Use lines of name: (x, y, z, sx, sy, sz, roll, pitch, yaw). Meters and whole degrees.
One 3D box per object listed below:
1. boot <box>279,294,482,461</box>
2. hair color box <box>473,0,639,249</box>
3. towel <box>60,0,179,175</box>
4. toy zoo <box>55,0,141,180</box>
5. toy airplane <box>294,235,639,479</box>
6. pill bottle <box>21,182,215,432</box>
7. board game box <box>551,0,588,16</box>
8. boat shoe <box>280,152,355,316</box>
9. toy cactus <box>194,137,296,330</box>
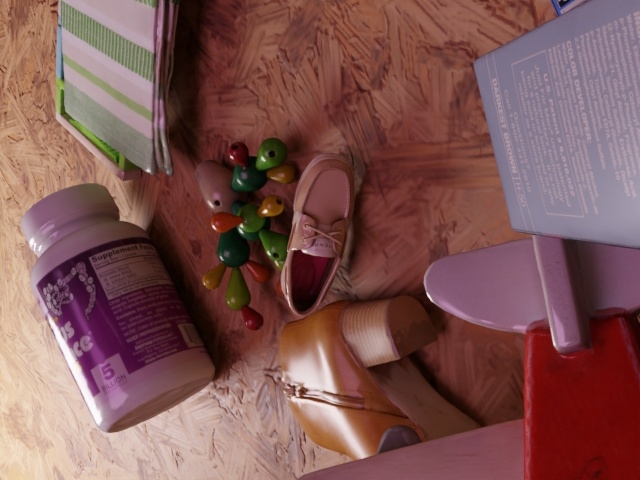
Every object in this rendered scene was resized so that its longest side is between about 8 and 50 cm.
boot: (0.060, 0.201, 0.811, 0.211, 0.104, 0.295, -28, 77, 55)
hair color box: (0.212, -0.066, 0.320, 0.374, 0.186, 0.113, -155, 51, -83)
towel: (-0.238, -0.263, 0.970, 0.248, 0.038, 0.324, 34, 129, 38)
toy zoo: (-0.284, -0.249, 1.077, 0.192, 0.030, 0.293, 39, 131, 33)
toy airplane: (0.192, 0.172, 0.528, 0.386, 0.384, 0.272, 35, 172, 45)
pill bottle: (-0.274, 0.082, 1.084, 0.301, 0.169, 0.169, 60, 139, 14)
board game box: (0.216, -0.228, 0.496, 0.210, 0.047, 0.160, -29, 81, 50)
boat shoe: (0.000, 0.000, 0.803, 0.059, 0.063, 0.170, -101, 19, -58)
toy cactus: (-0.094, -0.025, 0.903, 0.180, 0.112, 0.218, 46, 144, 41)
